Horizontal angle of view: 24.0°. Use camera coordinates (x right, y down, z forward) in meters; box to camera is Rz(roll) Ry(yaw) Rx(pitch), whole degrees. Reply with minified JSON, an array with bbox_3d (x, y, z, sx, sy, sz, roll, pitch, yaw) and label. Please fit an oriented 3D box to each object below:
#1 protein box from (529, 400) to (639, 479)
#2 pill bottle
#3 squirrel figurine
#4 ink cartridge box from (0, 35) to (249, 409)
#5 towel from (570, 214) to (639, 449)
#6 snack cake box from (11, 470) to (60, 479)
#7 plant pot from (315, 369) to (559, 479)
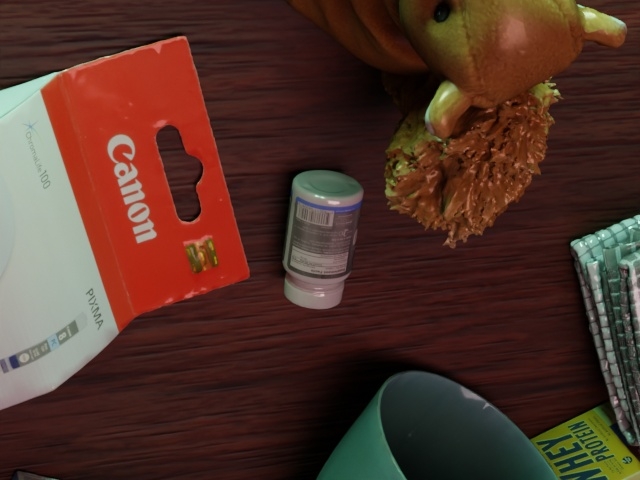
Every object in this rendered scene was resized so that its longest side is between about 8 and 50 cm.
[{"bbox_3d":[0.351,0.342,1.922,0.201,0.136,0.199,-24,124,-9],"label":"protein box"},{"bbox_3d":[0.000,0.000,1.627,0.078,0.078,0.137,-2,118,-21],"label":"pill bottle"},{"bbox_3d":[0.138,-0.198,1.396,0.281,0.370,0.397,-26,124,-7],"label":"squirrel figurine"},{"bbox_3d":[-0.271,-0.002,1.511,0.385,0.091,0.308,-19,123,-10],"label":"ink cartridge box"},{"bbox_3d":[0.452,0.095,1.795,0.235,0.121,0.283,-19,106,-10],"label":"towel"},{"bbox_3d":[-0.254,0.371,1.617,0.152,0.264,0.089,20,109,-29],"label":"snack cake box"},{"bbox_3d":[0.113,0.337,1.746,0.293,0.293,0.235,24,121,-30],"label":"plant pot"}]
